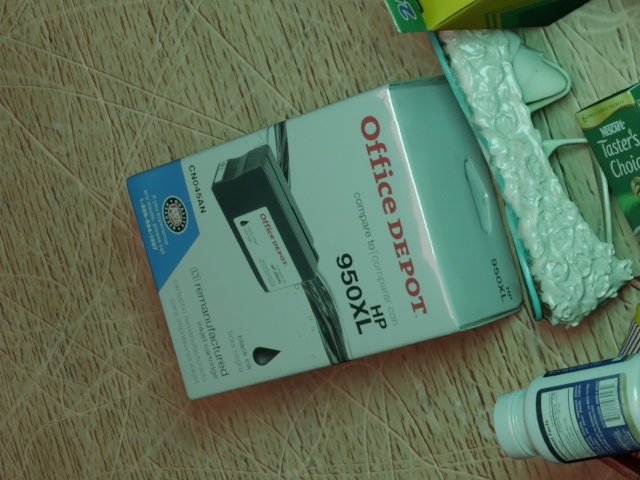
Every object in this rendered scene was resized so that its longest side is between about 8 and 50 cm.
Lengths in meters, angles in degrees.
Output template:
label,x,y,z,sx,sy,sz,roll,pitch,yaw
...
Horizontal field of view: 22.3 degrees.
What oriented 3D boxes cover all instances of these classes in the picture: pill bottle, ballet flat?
label,x,y,z,sx,sy,sz,roll,pitch,yaw
pill bottle,0.260,0.170,1.605,0.169,0.094,0.094,-16,89,35
ballet flat,0.228,-0.108,1.766,0.147,0.147,0.409,-22,88,34

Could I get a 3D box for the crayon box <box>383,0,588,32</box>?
label,x,y,z,sx,sy,sz,roll,pitch,yaw
crayon box,0.148,-0.319,1.647,0.083,0.323,0.203,-29,82,33

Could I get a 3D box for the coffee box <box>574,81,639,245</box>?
label,x,y,z,sx,sy,sz,roll,pitch,yaw
coffee box,0.342,-0.069,1.684,0.184,0.040,0.113,64,157,-3

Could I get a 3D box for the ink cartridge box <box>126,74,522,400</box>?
label,x,y,z,sx,sy,sz,roll,pitch,yaw
ink cartridge box,0.000,0.000,1.891,0.395,0.166,0.286,-17,88,34

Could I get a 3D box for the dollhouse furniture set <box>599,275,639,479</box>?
label,x,y,z,sx,sy,sz,roll,pitch,yaw
dollhouse furniture set,0.458,0.191,1.627,0.374,0.152,0.201,30,113,26

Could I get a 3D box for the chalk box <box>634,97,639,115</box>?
label,x,y,z,sx,sy,sz,roll,pitch,yaw
chalk box,0.464,-0.045,1.571,0.179,0.180,0.289,-26,84,34
